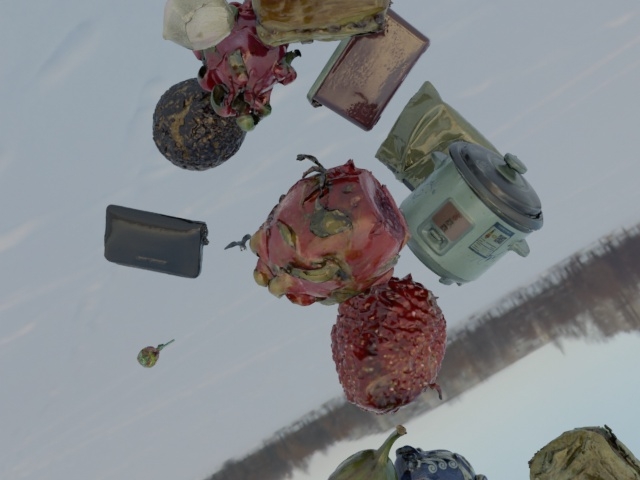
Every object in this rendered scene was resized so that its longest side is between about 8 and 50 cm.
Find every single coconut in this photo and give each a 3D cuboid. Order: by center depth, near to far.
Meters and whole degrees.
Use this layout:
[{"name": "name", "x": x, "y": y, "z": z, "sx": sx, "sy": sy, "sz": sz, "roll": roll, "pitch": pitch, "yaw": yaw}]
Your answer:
[{"name": "coconut", "x": -0.212, "y": -0.372, "z": 1.282, "sx": 0.124, "sy": 0.110, "sz": 0.110, "roll": -34, "pitch": 169, "yaw": 5}]

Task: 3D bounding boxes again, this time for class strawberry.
[{"name": "strawberry", "x": 0.162, "y": 0.243, "z": 1.666, "sx": 0.292, "sy": 0.344, "sz": 0.292, "roll": -3, "pitch": 128, "yaw": -4}]

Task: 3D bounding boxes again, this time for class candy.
[{"name": "candy", "x": -0.451, "y": 0.306, "z": 2.132, "sx": 0.060, "sy": 0.060, "sz": 0.201, "roll": -34, "pitch": 180, "yaw": 16}]

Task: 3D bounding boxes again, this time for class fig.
[{"name": "fig", "x": 0.101, "y": 0.421, "z": 1.414, "sx": 0.149, "sy": 0.149, "sz": 0.245, "roll": -13, "pitch": 134, "yaw": -57}]

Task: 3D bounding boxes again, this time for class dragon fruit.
[{"name": "dragon fruit", "x": 0.000, "y": 0.000, "z": 1.410, "sx": 0.291, "sy": 0.250, "sz": 0.269, "roll": -27, "pitch": 167, "yaw": 21}, {"name": "dragon fruit", "x": -0.160, "y": -0.358, "z": 1.564, "sx": 0.198, "sy": 0.218, "sz": 0.273, "roll": 7, "pitch": -105, "yaw": 67}]

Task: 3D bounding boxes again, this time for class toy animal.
[{"name": "toy animal", "x": -0.201, "y": 0.013, "z": 1.947, "sx": 0.084, "sy": 0.050, "sz": 0.028, "roll": -31, "pitch": 151, "yaw": -26}]

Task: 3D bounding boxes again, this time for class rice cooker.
[{"name": "rice cooker", "x": 0.332, "y": -0.067, "z": 1.664, "sx": 0.316, "sy": 0.317, "sz": 0.264, "roll": -37, "pitch": 168, "yaw": 29}]

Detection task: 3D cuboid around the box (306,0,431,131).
[{"name": "box", "x": 0.116, "y": -0.394, "z": 1.720, "sx": 0.294, "sy": 0.167, "sz": 0.193, "roll": -55, "pitch": 179, "yaw": 18}]

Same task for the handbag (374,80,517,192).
[{"name": "handbag", "x": 0.317, "y": -0.225, "z": 2.006, "sx": 0.253, "sy": 0.315, "sz": 0.109, "roll": -49, "pitch": -176, "yaw": 8}]

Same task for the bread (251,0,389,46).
[{"name": "bread", "x": 0.011, "y": -0.528, "z": 1.377, "sx": 0.277, "sy": 0.325, "sz": 0.167, "roll": -1, "pitch": -164, "yaw": 24}]

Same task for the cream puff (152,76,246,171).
[{"name": "cream puff", "x": -0.288, "y": -0.282, "z": 1.795, "sx": 0.239, "sy": 0.239, "sz": 0.165, "roll": -31, "pitch": 147, "yaw": 5}]

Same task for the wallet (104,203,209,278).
[{"name": "wallet", "x": -0.377, "y": 0.006, "z": 1.742, "sx": 0.044, "sy": 0.250, "sz": 0.149, "roll": -64, "pitch": 165, "yaw": -68}]

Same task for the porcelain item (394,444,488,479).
[{"name": "porcelain item", "x": 0.238, "y": 0.541, "z": 1.499, "sx": 0.186, "sy": 0.288, "sz": 0.138, "roll": 22, "pitch": 135, "yaw": -22}]

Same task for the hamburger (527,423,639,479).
[{"name": "hamburger", "x": 0.475, "y": 0.422, "z": 1.337, "sx": 0.183, "sy": 0.206, "sz": 0.130, "roll": -39, "pitch": 178, "yaw": 14}]
